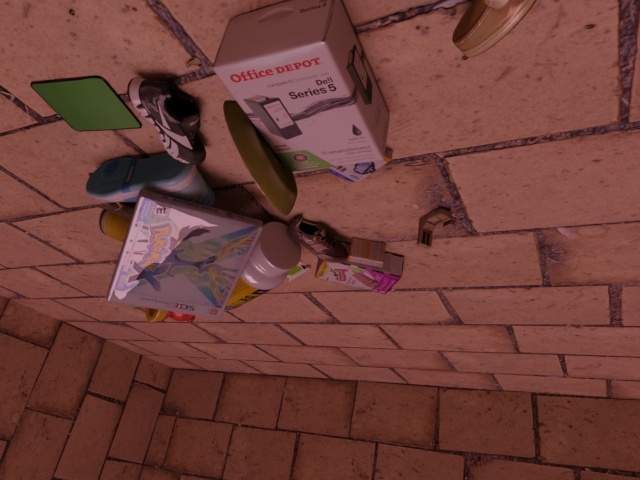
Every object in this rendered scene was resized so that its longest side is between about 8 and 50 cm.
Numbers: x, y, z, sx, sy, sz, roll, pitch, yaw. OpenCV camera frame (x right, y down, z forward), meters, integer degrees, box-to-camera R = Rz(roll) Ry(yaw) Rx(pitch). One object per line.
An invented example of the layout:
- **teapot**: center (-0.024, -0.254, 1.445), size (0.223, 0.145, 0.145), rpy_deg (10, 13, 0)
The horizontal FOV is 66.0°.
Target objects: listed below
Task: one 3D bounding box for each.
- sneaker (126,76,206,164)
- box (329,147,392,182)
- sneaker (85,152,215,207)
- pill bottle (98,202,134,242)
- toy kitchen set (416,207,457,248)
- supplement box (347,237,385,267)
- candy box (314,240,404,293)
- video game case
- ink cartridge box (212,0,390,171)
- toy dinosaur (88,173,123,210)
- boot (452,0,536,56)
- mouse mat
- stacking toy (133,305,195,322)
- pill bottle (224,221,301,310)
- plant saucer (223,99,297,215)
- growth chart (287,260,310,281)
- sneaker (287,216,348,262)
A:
- **sneaker**: center (-0.280, -0.233, 0.998), size (0.106, 0.078, 0.234), rpy_deg (2, 150, 22)
- **box**: center (0.079, -0.169, 1.046), size (0.081, 0.028, 0.136), rpy_deg (24, 153, -25)
- **sneaker**: center (-0.414, -0.108, 1.240), size (0.318, 0.127, 0.208), rpy_deg (-1, 150, 23)
- **pill bottle**: center (-0.527, -0.037, 1.392), size (0.184, 0.103, 0.103), rpy_deg (19, 158, 24)
- **toy kitchen set**: center (0.289, -0.024, 1.193), size (0.068, 0.075, 0.083), rpy_deg (20, 156, -20)
- **supplement box**: center (0.130, 0.034, 1.379), size (0.098, 0.062, 0.036), rpy_deg (11, 152, 1)
- **candy box**: center (0.112, 0.081, 1.468), size (0.233, 0.071, 0.159), rpy_deg (14, 153, -4)
- **video game case**: center (-0.340, 0.052, 1.231), size (0.299, 0.036, 0.329), rpy_deg (14, 120, -26)
- **ink cartridge box**: center (-0.019, -0.248, 0.831), size (0.198, 0.115, 0.273), rpy_deg (-3, 150, 26)
- **toy dinosaur**: center (-0.543, -0.122, 1.338), size (0.183, 0.053, 0.093), rpy_deg (17, 151, -12)
- **boot**: center (0.180, -0.354, 0.574), size (0.203, 0.095, 0.262), rpy_deg (18, 151, -14)
- **mouse mat**: center (-0.498, -0.287, 1.053), size (0.189, 0.007, 0.153), rpy_deg (1, 151, 17)
- **stacking toy**: center (-0.446, 0.090, 1.476), size (0.130, 0.309, 0.279), rpy_deg (17, 168, -36)
- **pill bottle**: center (-0.210, 0.074, 1.427), size (0.187, 0.188, 0.334), rpy_deg (28, 142, -30)
- **plant saucer**: center (-0.102, -0.163, 0.932), size (0.037, 0.241, 0.241), rpy_deg (-27, 143, 10)
- **growth chart**: center (-0.163, 0.079, 1.623), size (0.237, 0.021, 0.172), rpy_deg (18, 151, -15)
- **sneaker**: center (0.000, 0.000, 1.338), size (0.188, 0.066, 0.071), rpy_deg (27, 147, -12)
